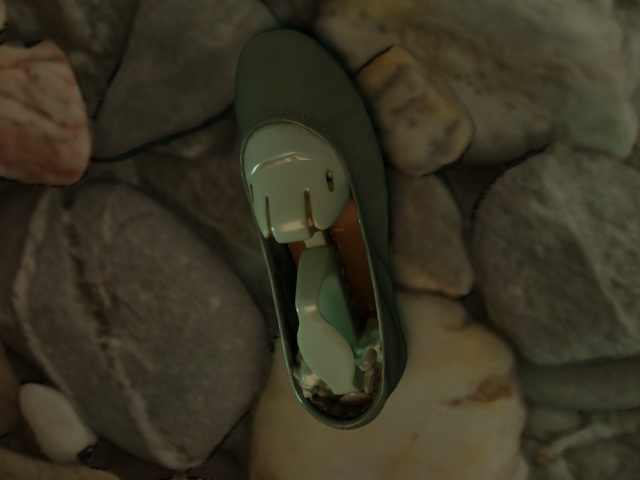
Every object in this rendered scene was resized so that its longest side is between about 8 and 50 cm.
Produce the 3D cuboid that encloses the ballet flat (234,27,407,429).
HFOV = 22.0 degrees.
[{"bbox_3d":[0.000,0.000,0.830,0.072,0.068,0.213,-5,116,20],"label":"ballet flat"}]
